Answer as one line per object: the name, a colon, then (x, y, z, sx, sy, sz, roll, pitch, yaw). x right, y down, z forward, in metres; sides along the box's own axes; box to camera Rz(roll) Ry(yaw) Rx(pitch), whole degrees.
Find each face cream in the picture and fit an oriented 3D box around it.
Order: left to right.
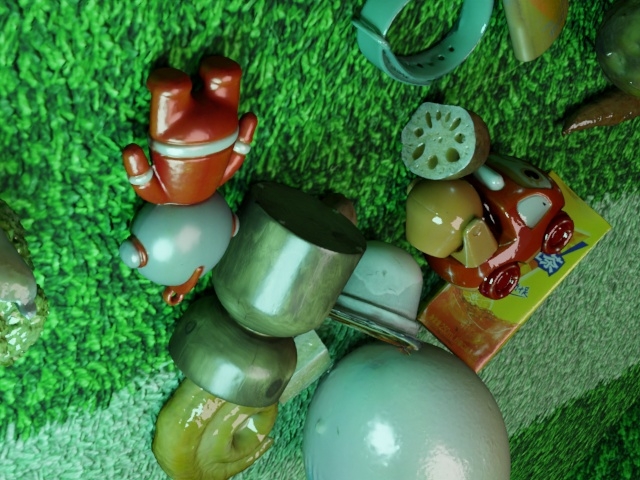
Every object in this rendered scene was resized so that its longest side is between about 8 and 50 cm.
face cream: (0.293, -0.385, 1.702, 0.139, 0.067, 0.285, -61, 152, -18)

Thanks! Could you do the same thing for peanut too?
peanut: (0.000, 0.000, 1.781, 0.076, 0.076, 0.152, 11, 114, -54)

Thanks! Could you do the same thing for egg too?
egg: (0.131, 0.312, 2.036, 0.354, 0.354, 0.339, -34, 132, -20)

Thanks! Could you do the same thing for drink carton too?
drink carton: (0.332, 0.052, 2.140, 0.351, 0.154, 0.111, -47, -178, 0)

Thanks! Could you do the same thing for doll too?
doll: (-0.166, -0.061, 1.494, 0.200, 0.105, 0.336, -22, 133, -39)

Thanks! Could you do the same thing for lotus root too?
lotus root: (0.187, -0.142, 1.806, 0.081, 0.122, 0.112, 13, 91, -62)

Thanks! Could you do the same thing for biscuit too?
biscuit: (-0.159, 0.289, 1.889, 0.213, 0.091, 0.274, -33, 148, -25)

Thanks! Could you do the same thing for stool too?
stool: (-0.073, 0.073, 1.669, 0.179, 0.179, 0.264, 3, 124, -51)

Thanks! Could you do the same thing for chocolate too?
chocolate: (0.090, 0.077, 1.898, 0.147, 0.221, 0.221, -64, 150, -11)

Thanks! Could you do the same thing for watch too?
watch: (0.141, -0.302, 1.629, 0.237, 0.068, 0.195, -9, 134, -51)

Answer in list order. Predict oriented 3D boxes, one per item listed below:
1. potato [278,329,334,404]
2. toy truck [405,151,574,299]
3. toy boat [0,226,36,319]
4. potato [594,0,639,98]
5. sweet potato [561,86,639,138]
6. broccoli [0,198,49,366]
potato: (-0.042, 0.204, 1.965, 0.122, 0.061, 0.086, -41, 150, -10)
toy truck: (0.256, -0.050, 1.934, 0.265, 0.189, 0.239, -42, 139, -10)
toy boat: (-0.404, -0.063, 1.071, 0.276, 0.293, 0.111, 11, 117, -37)
potato: (0.556, -0.326, 1.955, 0.237, 0.300, 0.289, -18, 161, 2)
sweet potato: (0.543, -0.243, 2.168, 0.314, 0.072, 0.066, -30, 159, -31)
broccoli: (-0.418, 0.076, 1.250, 0.302, 0.186, 0.254, -31, 155, -36)
